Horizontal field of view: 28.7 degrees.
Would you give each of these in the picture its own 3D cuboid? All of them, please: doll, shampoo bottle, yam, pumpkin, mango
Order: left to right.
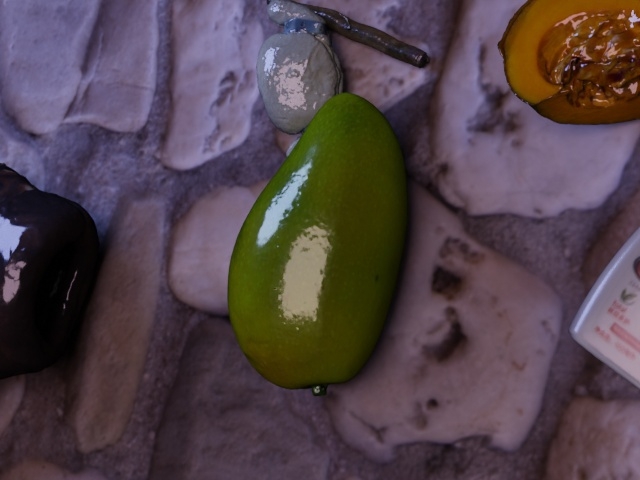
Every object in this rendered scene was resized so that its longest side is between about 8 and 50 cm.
[{"bbox_3d":[-0.024,-0.191,1.501,0.103,0.071,0.214,-13,83,23],"label":"doll"},{"bbox_3d":[0.000,0.000,1.421,0.192,0.156,0.343,14,84,16],"label":"mango"},{"bbox_3d":[0.028,-0.259,1.512,0.234,0.029,0.027,26,105,25],"label":"yam"},{"bbox_3d":[0.338,-0.223,1.341,0.278,0.111,0.163,-17,60,23],"label":"pumpkin"},{"bbox_3d":[0.389,0.024,1.288,0.153,0.071,0.284,36,98,25],"label":"shampoo bottle"}]

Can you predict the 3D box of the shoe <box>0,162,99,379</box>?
[{"bbox_3d":[-0.435,0.101,1.589,0.237,0.171,0.384,28,87,29],"label":"shoe"}]
